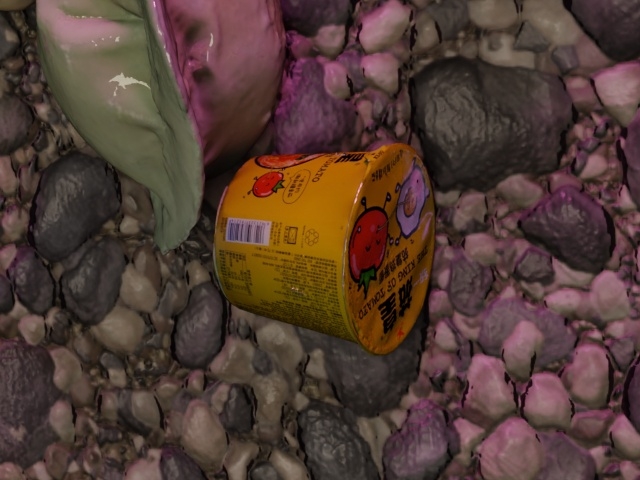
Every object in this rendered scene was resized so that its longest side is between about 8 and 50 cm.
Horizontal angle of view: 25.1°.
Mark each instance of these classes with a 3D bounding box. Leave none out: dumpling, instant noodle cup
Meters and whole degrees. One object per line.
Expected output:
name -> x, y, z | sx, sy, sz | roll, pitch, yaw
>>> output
dumpling -> -0.128, -0.185, 1.240 | 0.321, 0.212, 0.270 | 55, 149, -8
instant noodle cup -> 0.000, 0.000, 1.247 | 0.144, 0.182, 0.182 | 8, 104, 27

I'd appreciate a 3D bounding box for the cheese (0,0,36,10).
cheese -> -0.299, -0.419, 1.282 | 0.328, 0.129, 0.351 | -41, 90, 18
